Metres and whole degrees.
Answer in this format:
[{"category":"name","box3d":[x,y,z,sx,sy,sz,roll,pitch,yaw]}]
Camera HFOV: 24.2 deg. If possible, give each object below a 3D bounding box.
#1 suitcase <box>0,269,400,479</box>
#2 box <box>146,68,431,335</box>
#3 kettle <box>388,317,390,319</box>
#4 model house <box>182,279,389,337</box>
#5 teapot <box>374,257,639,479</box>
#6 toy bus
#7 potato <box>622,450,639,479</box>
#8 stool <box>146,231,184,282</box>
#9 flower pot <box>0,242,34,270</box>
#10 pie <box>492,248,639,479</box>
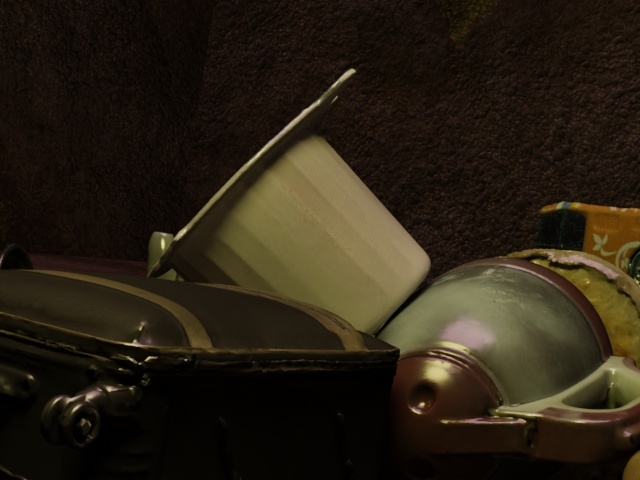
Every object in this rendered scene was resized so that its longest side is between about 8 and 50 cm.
[{"category":"suitcase","box3d":[-0.141,0.129,1.231,0.283,0.194,0.434,10,1,35]},{"category":"box","box3d":[0.000,0.000,1.513,0.206,0.291,0.262,45,6,0]},{"category":"kettle","box3d":[0.174,0.159,1.893,0.255,0.165,0.240,11,-12,41]},{"category":"model house","box3d":[0.009,0.140,1.720,0.325,0.194,0.267,13,2,8]},{"category":"teapot","box3d":[0.184,0.155,1.451,0.315,0.233,0.312,2,9,21]},{"category":"toy bus","box3d":[0.338,0.121,1.719,0.194,0.323,0.162,9,1,35]},{"category":"potato","box3d":[0.355,0.245,1.475,0.112,0.112,0.147,10,-2,21]},{"category":"stool","box3d":[-0.134,0.099,1.990,0.195,0.199,0.195,9,4,-23]},{"category":"flower pot","box3d":[-0.434,0.085,1.912,0.107,0.157,0.157,-4,0,10]},{"category":"pie","box3d":[0.247,0.140,1.623,0.274,0.274,0.055,10,11,20]}]
